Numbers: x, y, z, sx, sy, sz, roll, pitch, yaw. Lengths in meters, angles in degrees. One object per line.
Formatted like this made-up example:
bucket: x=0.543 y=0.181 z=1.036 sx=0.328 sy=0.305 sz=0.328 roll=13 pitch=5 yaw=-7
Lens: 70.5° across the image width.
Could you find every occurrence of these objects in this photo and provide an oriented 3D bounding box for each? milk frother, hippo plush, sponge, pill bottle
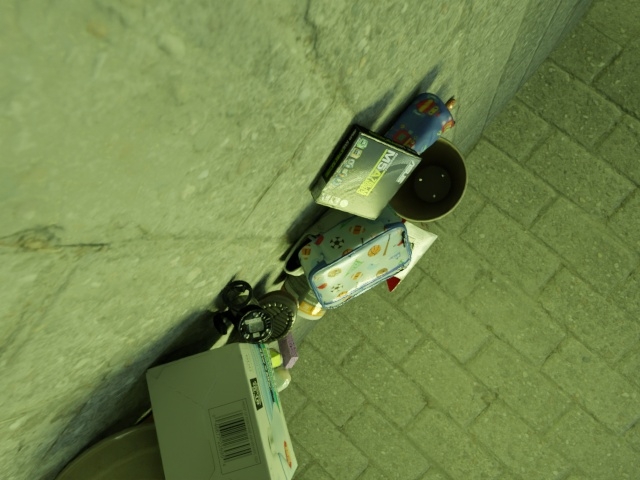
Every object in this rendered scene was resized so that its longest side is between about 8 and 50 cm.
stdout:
milk frother: x=-0.185 y=0.156 z=1.086 sx=0.135 sy=0.129 sz=0.143 roll=-159 pitch=-100 yaw=-66
hippo plush: x=-0.226 y=0.509 z=1.676 sx=0.234 sy=0.294 sz=0.236 roll=-15 pitch=175 yaw=-5
sponge: x=-0.133 y=0.352 z=1.660 sx=0.031 sy=0.210 sz=0.117 roll=-5 pitch=150 yaw=-23
pill bottle: x=0.008 y=0.091 z=1.376 sx=0.278 sy=0.162 sz=0.162 roll=-56 pitch=167 yaw=20

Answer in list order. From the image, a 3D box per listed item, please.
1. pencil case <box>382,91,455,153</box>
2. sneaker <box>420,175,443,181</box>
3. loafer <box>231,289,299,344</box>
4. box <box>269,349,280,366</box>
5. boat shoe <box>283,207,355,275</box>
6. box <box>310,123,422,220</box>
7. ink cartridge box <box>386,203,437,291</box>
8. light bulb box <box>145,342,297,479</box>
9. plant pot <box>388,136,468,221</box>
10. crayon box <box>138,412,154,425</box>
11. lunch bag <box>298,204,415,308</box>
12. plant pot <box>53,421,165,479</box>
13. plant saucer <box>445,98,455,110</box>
pencil case: x=0.205 y=-0.234 z=1.158 sx=0.306 sy=0.119 sz=0.133 roll=-47 pitch=170 yaw=-4
sneaker: x=0.392 y=-0.276 z=1.624 sx=0.099 sy=0.153 sz=0.282 roll=-45 pitch=168 yaw=-17
loafer: x=-0.169 y=0.232 z=1.361 sx=0.366 sy=0.134 sz=0.130 roll=-46 pitch=-166 yaw=46
box: x=-0.232 y=0.400 z=1.468 sx=0.178 sy=0.109 sz=0.042 roll=-12 pitch=105 yaw=-42
boat shoe: x=0.000 y=0.000 z=1.233 sx=0.258 sy=0.095 sz=0.084 roll=-51 pitch=173 yaw=6
box: x=0.101 y=-0.145 z=1.013 sx=0.184 sy=0.045 sz=0.190 roll=16 pitch=124 yaw=-32
ink cartridge box: x=0.244 y=-0.021 z=1.586 sx=0.272 sy=0.130 sz=0.309 roll=-58 pitch=-160 yaw=27
light bulb box: x=-0.224 y=0.453 z=1.119 sx=0.225 sy=0.357 sz=0.361 roll=-16 pitch=167 yaw=0
plant pot: x=0.340 y=-0.189 z=1.444 sx=0.256 sy=0.256 sz=0.274 roll=-51 pitch=167 yaw=15
crayon box: x=-0.498 y=0.588 z=1.362 sx=0.202 sy=0.081 sz=0.318 roll=-39 pitch=166 yaw=-38
lunch bag: x=0.104 y=0.050 z=1.205 sx=0.303 sy=0.115 sz=0.243 roll=-26 pitch=141 yaw=-5
plant pot: x=-0.424 y=0.666 z=1.068 sx=0.334 sy=0.305 sz=0.333 roll=-27 pitch=142 yaw=-24
plant saucer: x=0.428 y=-0.448 z=1.544 sx=0.083 sy=0.013 sz=0.083 roll=-46 pitch=168 yaw=-13
